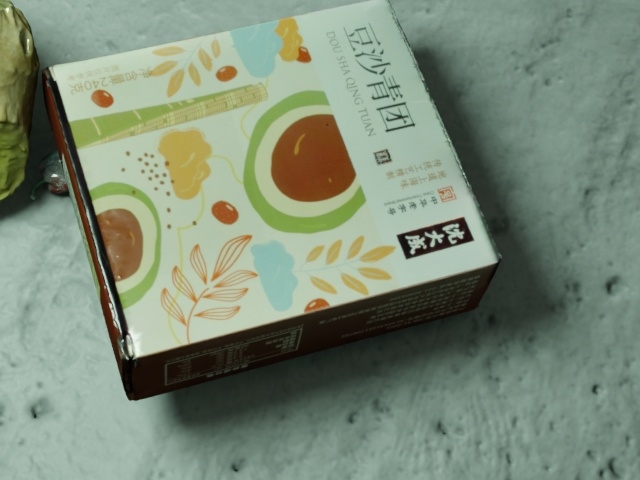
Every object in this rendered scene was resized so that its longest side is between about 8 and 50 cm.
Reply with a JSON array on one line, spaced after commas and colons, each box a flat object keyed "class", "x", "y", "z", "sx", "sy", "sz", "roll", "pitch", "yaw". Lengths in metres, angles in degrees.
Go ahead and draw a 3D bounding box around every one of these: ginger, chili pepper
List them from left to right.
[{"class": "ginger", "x": -0.379, "y": -0.160, "z": 1.360, "sx": 0.130, "sy": 0.275, "sz": 0.221, "roll": 2, "pitch": 61, "yaw": -41}, {"class": "chili pepper", "x": -0.257, "y": -0.092, "z": 1.432, "sx": 0.153, "sy": 0.041, "sz": 0.050, "roll": -27, "pitch": 88, "yaw": -11}]

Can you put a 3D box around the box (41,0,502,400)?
[{"class": "box", "x": -0.060, "y": -0.053, "z": 1.342, "sx": 0.385, "sy": 0.122, "sz": 0.345, "roll": -14, "pitch": 64, "yaw": -14}]
